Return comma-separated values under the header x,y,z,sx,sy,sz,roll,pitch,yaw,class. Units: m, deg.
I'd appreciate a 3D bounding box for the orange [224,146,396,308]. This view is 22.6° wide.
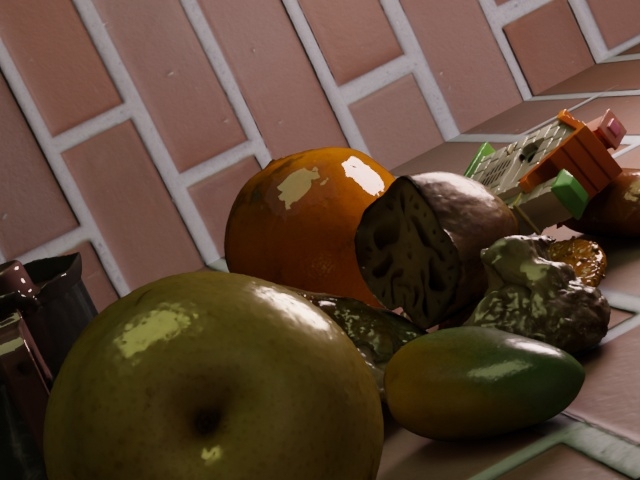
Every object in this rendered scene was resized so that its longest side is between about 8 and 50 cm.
x,y,z,sx,sy,sz,roll,pitch,yaw,class
0.000,0.000,2.529,0.312,0.312,0.312,-25,9,4,orange

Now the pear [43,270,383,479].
x,y,z,sx,sy,sz,roll,pitch,yaw,class
-0.107,0.198,1.624,0.348,0.348,0.348,-25,9,4,pear

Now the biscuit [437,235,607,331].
x,y,z,sx,sy,sz,roll,pitch,yaw,class
0.263,0.072,2.111,0.254,0.035,0.254,-29,17,10,biscuit

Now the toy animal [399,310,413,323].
x,y,z,sx,sy,sz,roll,pitch,yaw,class
0.098,0.132,2.253,0.220,0.069,0.086,-37,34,-29,toy animal

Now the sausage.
x,y,z,sx,sy,sz,roll,pitch,yaw,class
0.421,-0.055,2.308,0.105,0.105,0.274,-28,10,-11,sausage

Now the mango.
x,y,z,sx,sy,sz,roll,pitch,yaw,class
0.176,0.161,1.759,0.156,0.114,0.251,-20,16,-37,mango

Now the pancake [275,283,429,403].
x,y,z,sx,sy,sz,roll,pitch,yaw,class
-0.022,0.121,2.055,0.387,0.082,0.387,9,12,-2,pancake

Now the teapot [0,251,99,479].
x,y,z,sx,sy,sz,roll,pitch,yaw,class
-0.363,0.209,2.128,0.306,0.361,0.376,-26,10,-5,teapot

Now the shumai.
x,y,z,sx,sy,sz,roll,pitch,yaw,class
0.242,0.069,1.916,0.161,0.152,0.209,-9,-1,-44,shumai

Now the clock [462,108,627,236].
x,y,z,sx,sy,sz,roll,pitch,yaw,class
0.312,-0.078,2.283,0.255,0.106,0.220,-25,23,46,clock

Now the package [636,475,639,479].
x,y,z,sx,sy,sz,roll,pitch,yaw,class
0.377,0.159,1.452,0.154,0.030,0.239,-22,10,27,package

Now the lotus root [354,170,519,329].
x,y,z,sx,sy,sz,roll,pitch,yaw,class
0.170,0.010,2.136,0.180,0.188,0.199,-12,-23,-39,lotus root
